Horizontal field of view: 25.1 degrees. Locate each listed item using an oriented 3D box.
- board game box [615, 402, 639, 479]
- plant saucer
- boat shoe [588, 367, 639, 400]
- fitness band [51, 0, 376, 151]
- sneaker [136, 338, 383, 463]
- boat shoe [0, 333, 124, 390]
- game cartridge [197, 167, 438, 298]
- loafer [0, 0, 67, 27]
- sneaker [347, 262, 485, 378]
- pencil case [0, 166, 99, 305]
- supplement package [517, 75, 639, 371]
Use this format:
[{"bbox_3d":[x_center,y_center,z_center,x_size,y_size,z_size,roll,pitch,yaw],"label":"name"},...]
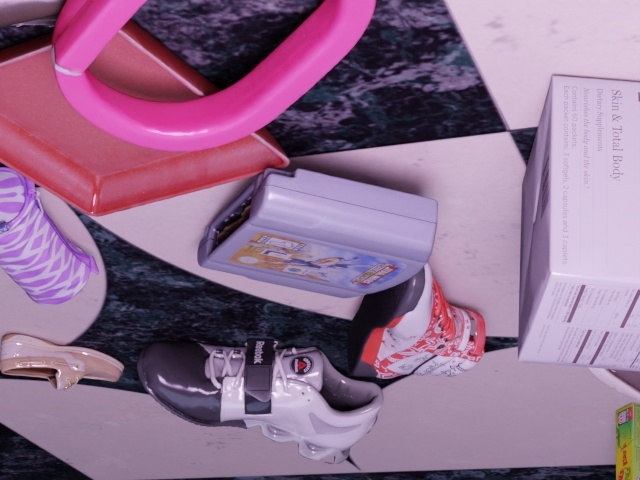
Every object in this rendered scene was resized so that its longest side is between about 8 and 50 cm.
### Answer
[{"bbox_3d":[0.449,0.320,1.945,0.092,0.181,0.043,15,153,-18],"label":"board game box"},{"bbox_3d":[-0.200,-0.118,1.331,0.258,0.048,0.259,-13,149,33],"label":"plant saucer"},{"bbox_3d":[0.450,0.160,1.702,0.324,0.117,0.096,28,149,-29],"label":"boat shoe"},{"bbox_3d":[-0.086,-0.166,1.135,0.209,0.054,0.291,17,140,-36],"label":"fitness band"},{"bbox_3d":[-0.069,0.176,1.855,0.330,0.122,0.146,19,133,-24],"label":"sneaker"},{"bbox_3d":[-0.351,0.174,1.940,0.170,0.059,0.063,14,153,-16],"label":"boat shoe"},{"bbox_3d":[0.000,0.000,1.466,0.198,0.062,0.297,16,164,-13],"label":"game cartridge"},{"bbox_3d":[-0.272,-0.192,1.155,0.220,0.078,0.080,4,154,3],"label":"loafer"},{"bbox_3d":[0.127,0.083,1.639,0.144,0.090,0.270,2,152,-12],"label":"sneaker"},{"bbox_3d":[-0.314,-0.004,1.550,0.088,0.086,0.206,-25,153,-2],"label":"pencil case"},{"bbox_3d":[0.321,-0.006,1.284,0.262,0.199,0.198,5,153,1],"label":"supplement package"}]
